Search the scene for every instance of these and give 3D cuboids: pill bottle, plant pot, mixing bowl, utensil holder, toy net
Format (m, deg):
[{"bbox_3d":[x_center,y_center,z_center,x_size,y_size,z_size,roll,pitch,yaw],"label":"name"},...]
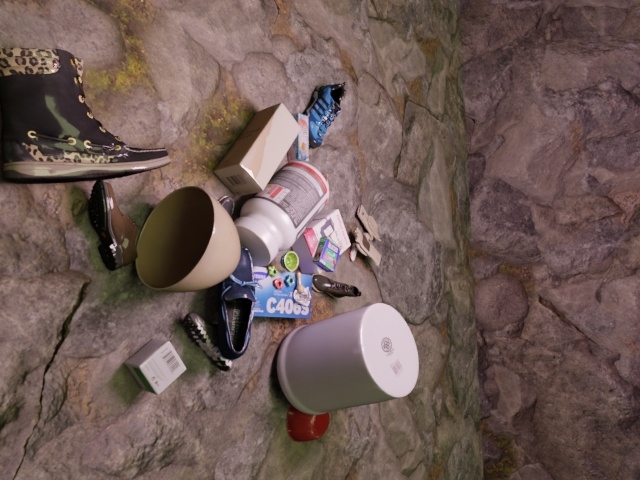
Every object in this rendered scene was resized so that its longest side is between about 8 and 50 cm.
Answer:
[{"bbox_3d":[-0.139,-0.094,1.408,0.363,0.210,0.210,-52,125,-38],"label":"pill bottle"},{"bbox_3d":[-0.330,0.019,1.137,0.191,0.284,0.284,34,61,-53],"label":"plant pot"},{"bbox_3d":[-0.031,0.670,1.560,0.181,0.098,0.181,7,81,-49],"label":"mixing bowl"},{"bbox_3d":[0.094,0.411,1.446,0.328,0.385,0.327,26,50,-36],"label":"utensil holder"},{"bbox_3d":[-0.090,0.153,1.456,0.122,0.045,0.232,-53,124,-40],"label":"toy net"}]

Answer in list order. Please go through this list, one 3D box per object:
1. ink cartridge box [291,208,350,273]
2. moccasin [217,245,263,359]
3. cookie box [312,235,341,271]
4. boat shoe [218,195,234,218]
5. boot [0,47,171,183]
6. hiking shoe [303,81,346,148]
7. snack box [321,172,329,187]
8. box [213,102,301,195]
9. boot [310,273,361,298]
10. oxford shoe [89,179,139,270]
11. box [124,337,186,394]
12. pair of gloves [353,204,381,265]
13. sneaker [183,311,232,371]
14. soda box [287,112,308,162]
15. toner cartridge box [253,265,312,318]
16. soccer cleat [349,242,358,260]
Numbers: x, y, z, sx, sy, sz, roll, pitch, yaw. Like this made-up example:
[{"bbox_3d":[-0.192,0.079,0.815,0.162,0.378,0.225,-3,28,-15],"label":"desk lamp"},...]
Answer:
[{"bbox_3d":[0.000,0.000,1.648,0.237,0.100,0.171,-39,117,-44],"label":"ink cartridge box"},{"bbox_3d":[-0.232,0.175,1.231,0.138,0.117,0.341,3,74,-27],"label":"moccasin"},{"bbox_3d":[0.026,0.052,1.566,0.092,0.040,0.107,38,60,-39],"label":"cookie box"},{"bbox_3d":[-0.310,-0.053,1.314,0.075,0.065,0.206,42,56,-39],"label":"boat shoe"},{"bbox_3d":[-0.559,-0.289,0.995,0.377,0.138,0.284,-16,99,-44],"label":"boot"},{"bbox_3d":[0.013,-0.515,1.682,0.113,0.132,0.304,31,64,-44],"label":"hiking shoe"},{"bbox_3d":[-0.030,-0.231,1.692,0.178,0.022,0.064,-23,106,-48],"label":"snack box"},{"bbox_3d":[-0.206,-0.307,1.400,0.121,0.148,0.311,49,51,-35],"label":"box"},{"bbox_3d":[0.061,0.181,1.677,0.198,0.137,0.076,28,66,-44],"label":"boot"},{"bbox_3d":[-0.521,-0.045,1.060,0.096,0.083,0.227,-28,120,-50],"label":"oxford shoe"},{"bbox_3d":[-0.440,0.334,1.112,0.102,0.087,0.101,-42,118,-42],"label":"box"},{"bbox_3d":[0.216,-0.021,1.926,0.204,0.042,0.240,43,40,-35],"label":"pair of gloves"},{"bbox_3d":[-0.325,0.287,1.266,0.234,0.078,0.106,61,40,-28],"label":"sneaker"},{"bbox_3d":[-0.086,-0.393,1.608,0.058,0.063,0.183,3,84,-49],"label":"soda box"},{"bbox_3d":[-0.172,0.185,1.450,0.348,0.075,0.165,14,74,-48],"label":"toner cartridge box"},{"bbox_3d":[0.153,0.051,1.873,0.029,0.036,0.083,21,70,-45],"label":"soccer cleat"}]
